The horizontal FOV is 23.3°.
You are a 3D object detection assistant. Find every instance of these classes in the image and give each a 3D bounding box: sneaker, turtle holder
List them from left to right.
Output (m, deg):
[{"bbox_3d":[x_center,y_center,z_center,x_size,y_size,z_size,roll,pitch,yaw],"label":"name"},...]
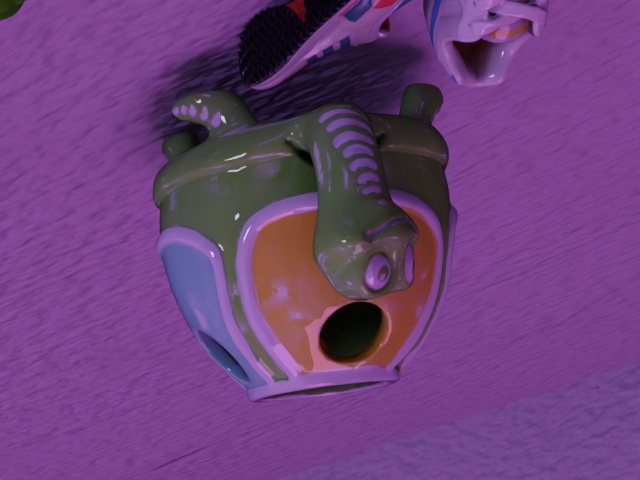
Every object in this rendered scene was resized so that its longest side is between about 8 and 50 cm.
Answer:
[{"bbox_3d":[0.008,-0.149,1.106,0.075,0.057,0.161,11,147,-36],"label":"sneaker"},{"bbox_3d":[0.011,0.002,1.202,0.243,0.227,0.320,2,168,-41],"label":"turtle holder"},{"bbox_3d":[0.126,-0.186,1.024,0.087,0.092,0.228,-6,158,-10],"label":"sneaker"}]

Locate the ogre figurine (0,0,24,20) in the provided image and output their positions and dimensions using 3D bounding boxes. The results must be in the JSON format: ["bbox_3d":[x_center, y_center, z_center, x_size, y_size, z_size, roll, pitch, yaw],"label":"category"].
[{"bbox_3d":[-0.206,-0.181,0.851,0.118,0.097,0.197,-40,159,32],"label":"ogre figurine"}]
